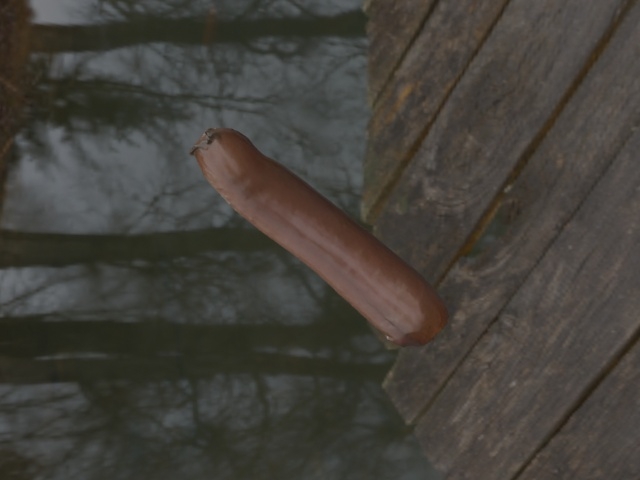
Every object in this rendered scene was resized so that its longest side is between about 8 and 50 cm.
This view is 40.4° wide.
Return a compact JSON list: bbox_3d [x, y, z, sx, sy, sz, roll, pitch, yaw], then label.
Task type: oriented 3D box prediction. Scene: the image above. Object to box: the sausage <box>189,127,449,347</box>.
[{"bbox_3d":[0.001,-0.001,0.491,0.040,0.177,0.047,-47,11,16],"label":"sausage"}]
